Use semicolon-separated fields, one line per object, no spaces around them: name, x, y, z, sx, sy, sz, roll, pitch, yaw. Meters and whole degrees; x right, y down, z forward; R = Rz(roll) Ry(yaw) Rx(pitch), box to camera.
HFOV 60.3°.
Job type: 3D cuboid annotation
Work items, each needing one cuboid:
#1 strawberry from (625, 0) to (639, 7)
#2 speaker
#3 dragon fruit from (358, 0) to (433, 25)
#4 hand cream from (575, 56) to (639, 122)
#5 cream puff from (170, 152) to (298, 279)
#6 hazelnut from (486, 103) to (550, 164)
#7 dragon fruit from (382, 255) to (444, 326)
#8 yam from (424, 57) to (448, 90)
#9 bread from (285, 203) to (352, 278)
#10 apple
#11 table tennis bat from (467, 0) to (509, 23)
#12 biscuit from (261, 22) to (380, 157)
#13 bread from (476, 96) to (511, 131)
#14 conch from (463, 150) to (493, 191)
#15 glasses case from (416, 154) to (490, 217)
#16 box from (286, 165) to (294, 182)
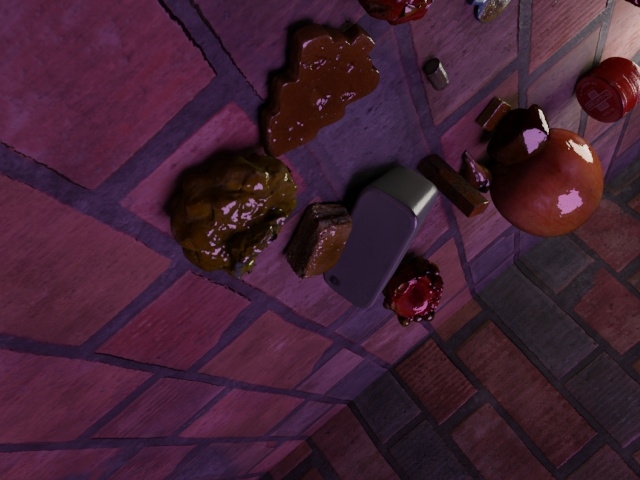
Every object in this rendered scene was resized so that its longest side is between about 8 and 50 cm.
strawberry;0.893;-0.723;1.333;0.317;0.295;0.345;35;136;-27
speaker;0.167;-0.010;1.554;0.184;0.183;0.406;-41;162;-44
dragon fruit;0.082;-0.425;0.894;0.246;0.125;0.125;-1;107;-25
hand cream;0.970;-0.503;1.843;0.125;0.193;0.193;-38;154;-10
cream puff;-0.156;-0.035;1.093;0.282;0.185;0.281;-24;148;-16
hazelnut;0.597;-0.317;1.680;0.202;0.160;0.170;-21;-172;42
dragon fruit;0.365;0.182;2.080;0.307;0.243;0.227;-23;111;-23
yam;0.268;-0.384;1.275;0.043;0.043;0.094;-46;152;11
bread;0.000;0.000;1.459;0.138;0.102;0.196;-16;143;-46
apple;0.765;-0.185;1.862;0.364;0.364;0.364;-31;153;-18
table tennis bat;0.373;-0.527;1.213;0.155;0.019;0.100;-18;147;-42
biscuit;-0.018;-0.282;1.055;0.301;0.043;0.278;-46;156;15
bread;0.510;-0.370;1.623;0.090;0.035;0.094;-2;135;-52
conch;0.507;-0.216;1.821;0.080;0.086;0.233;-9;162;42
glasses case;0.378;-0.159;1.571;0.075;0.218;0.049;-16;144;-40
box;-0.099;-0.123;1.222;0.082;0.023;0.051;-33;152;-14
